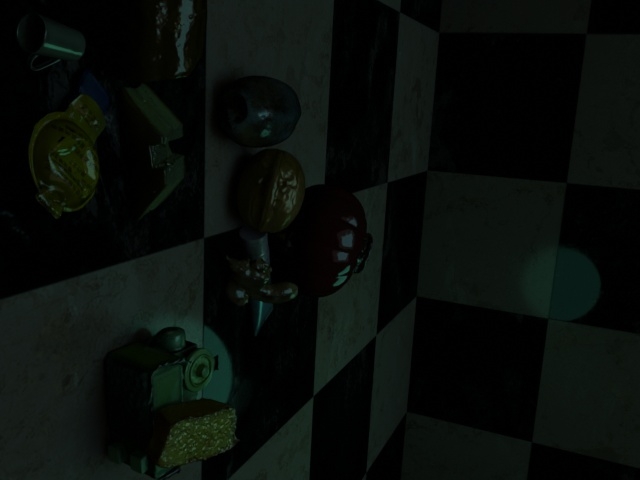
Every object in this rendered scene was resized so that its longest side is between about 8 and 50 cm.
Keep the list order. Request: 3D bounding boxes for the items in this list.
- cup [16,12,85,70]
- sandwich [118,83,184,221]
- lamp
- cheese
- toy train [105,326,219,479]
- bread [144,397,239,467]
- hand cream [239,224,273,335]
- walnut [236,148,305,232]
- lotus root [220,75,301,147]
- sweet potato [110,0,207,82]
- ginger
[{"bbox_3d":[-0.388,-0.281,0.906,0.083,0.054,0.075,-10,105,-69],"label":"cup"},{"bbox_3d":[-0.296,-0.156,1.124,0.090,0.088,0.245,-43,136,-62],"label":"sandwich"},{"bbox_3d":[0.000,0.000,1.650,0.303,0.256,0.303,-165,-90,-78],"label":"lamp"},{"bbox_3d":[-0.379,-0.149,0.963,0.157,0.064,0.250,65,30,-54],"label":"cheese"},{"bbox_3d":[-0.302,0.303,1.192,0.188,0.159,0.272,-19,116,-54],"label":"toy train"},{"bbox_3d":[-0.226,0.344,1.126,0.187,0.065,0.103,-1,103,-47],"label":"bread"},{"bbox_3d":[-0.159,0.098,1.597,0.111,0.070,0.313,-58,155,-48],"label":"hand cream"},{"bbox_3d":[-0.116,-0.116,1.475,0.159,0.159,0.207,42,60,-63],"label":"walnut"},{"bbox_3d":[-0.115,-0.297,1.447,0.322,0.139,0.158,-28,123,-66],"label":"lotus root"},{"bbox_3d":[-0.262,-0.439,1.042,0.157,0.157,0.370,-2,97,-67],"label":"sweet potato"},{"bbox_3d":[-0.139,0.100,1.509,0.214,0.059,0.133,7,117,-28],"label":"ginger"}]
